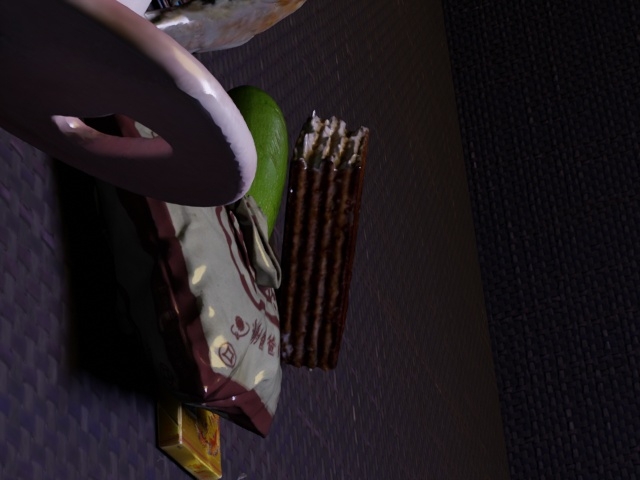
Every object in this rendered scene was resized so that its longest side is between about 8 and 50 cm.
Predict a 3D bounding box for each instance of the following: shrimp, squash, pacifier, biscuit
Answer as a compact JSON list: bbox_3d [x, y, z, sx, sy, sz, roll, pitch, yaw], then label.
[{"bbox_3d":[-0.103,-0.216,0.998,0.085,0.247,0.360,58,18,18],"label":"shrimp"},{"bbox_3d":[-0.073,-0.058,1.261,0.292,0.082,0.082,-84,158,-53],"label":"squash"},{"bbox_3d":[-0.175,-0.092,0.565,0.332,0.220,0.273,39,35,-32],"label":"pacifier"},{"bbox_3d":[0.000,0.000,1.367,0.106,0.070,0.252,-77,173,-62],"label":"biscuit"}]

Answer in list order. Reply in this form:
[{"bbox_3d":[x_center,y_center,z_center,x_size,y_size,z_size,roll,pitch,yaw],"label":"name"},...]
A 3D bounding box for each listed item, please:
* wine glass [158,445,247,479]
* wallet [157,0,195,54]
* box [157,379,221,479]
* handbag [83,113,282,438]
[{"bbox_3d":[-0.063,0.311,0.758,0.190,0.190,0.357,-74,154,-64],"label":"wine glass"},{"bbox_3d":[-0.149,-0.292,1.246,0.124,0.042,0.230,-92,166,-46],"label":"wallet"},{"bbox_3d":[-0.106,0.108,1.100,0.089,0.022,0.156,54,27,-57],"label":"box"},{"bbox_3d":[-0.095,0.026,1.009,0.213,0.127,0.235,45,23,-69],"label":"handbag"}]
